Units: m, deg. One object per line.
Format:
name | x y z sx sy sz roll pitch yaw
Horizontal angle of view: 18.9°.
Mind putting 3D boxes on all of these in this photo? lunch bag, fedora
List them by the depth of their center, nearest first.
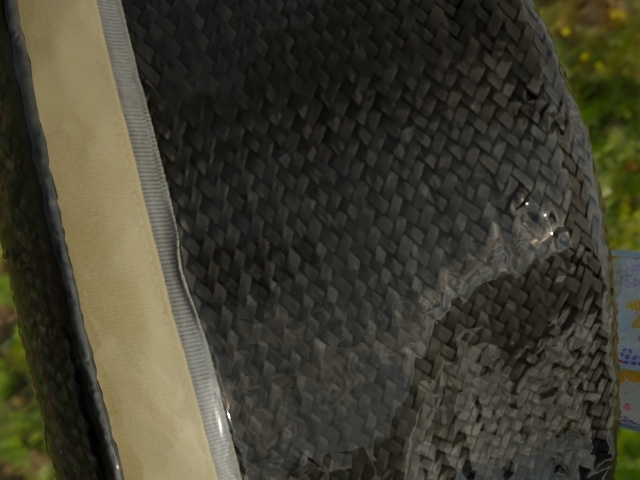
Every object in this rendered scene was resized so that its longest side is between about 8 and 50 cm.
fedora | 0.000 0.000 0.566 0.334 0.153 0.334 166 -90 -90
lunch bag | 0.136 0.044 0.825 0.071 0.083 0.053 -57 145 -37
